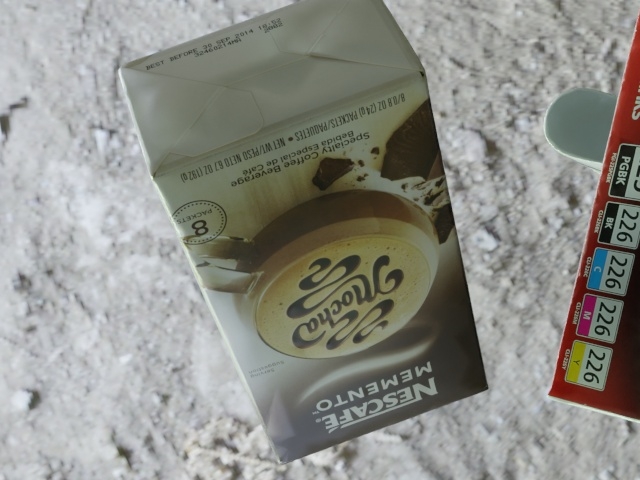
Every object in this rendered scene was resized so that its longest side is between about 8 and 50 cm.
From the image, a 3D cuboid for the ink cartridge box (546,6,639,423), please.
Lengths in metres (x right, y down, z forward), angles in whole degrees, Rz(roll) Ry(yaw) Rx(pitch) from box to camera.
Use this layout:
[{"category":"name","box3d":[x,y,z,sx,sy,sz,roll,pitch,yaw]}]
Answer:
[{"category":"ink cartridge box","box3d":[0.341,0.000,0.879,0.272,0.130,0.309,11,87,34]}]

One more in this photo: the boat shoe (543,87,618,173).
[{"category":"boat shoe","box3d":[0.477,-0.090,1.621,0.367,0.156,0.135,22,91,30]}]

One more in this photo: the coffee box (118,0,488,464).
[{"category":"coffee box","box3d":[0.000,0.000,0.822,0.168,0.297,0.119,-21,45,-2]}]
